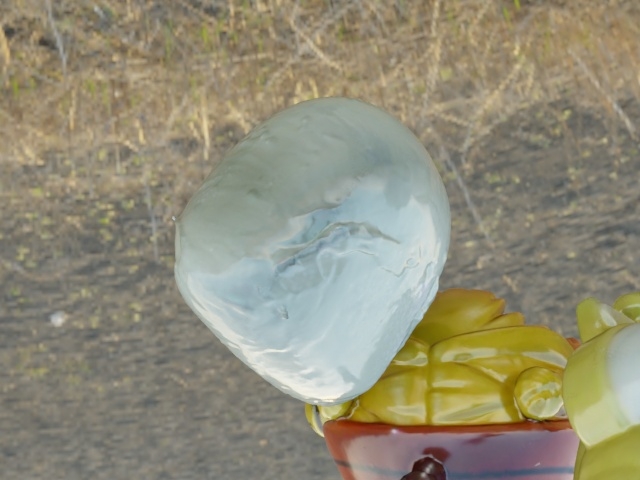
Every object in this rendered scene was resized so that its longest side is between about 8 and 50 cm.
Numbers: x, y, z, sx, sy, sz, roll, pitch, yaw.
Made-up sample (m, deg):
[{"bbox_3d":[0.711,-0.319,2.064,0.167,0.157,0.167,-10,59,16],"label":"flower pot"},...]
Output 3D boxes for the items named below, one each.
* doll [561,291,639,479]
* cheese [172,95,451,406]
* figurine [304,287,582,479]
[{"bbox_3d":[0.129,0.136,0.456,0.117,0.291,0.086,40,139,-13],"label":"doll"},{"bbox_3d":[0.000,0.000,0.752,0.189,0.154,0.198,-47,142,-5],"label":"cheese"},{"bbox_3d":[0.126,0.160,0.911,0.320,0.196,0.323,-5,154,22],"label":"figurine"}]
